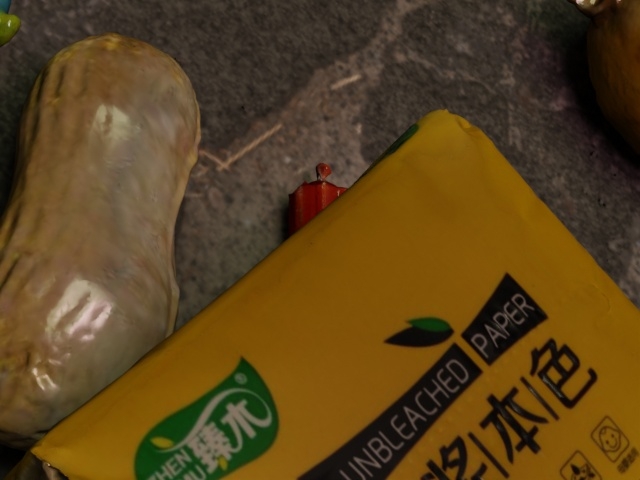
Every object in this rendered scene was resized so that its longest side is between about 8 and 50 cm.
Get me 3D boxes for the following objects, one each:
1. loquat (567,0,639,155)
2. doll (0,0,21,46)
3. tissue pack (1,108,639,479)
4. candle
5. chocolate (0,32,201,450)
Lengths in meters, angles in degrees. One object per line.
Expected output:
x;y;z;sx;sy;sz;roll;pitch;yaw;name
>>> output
0.313;-0.167;1.405;0.246;0.213;0.213;21;56;-19;loquat
-0.301;-0.275;1.178;0.341;0.099;0.346;6;66;-42;doll
0.024;0.151;0.964;0.293;0.228;0.382;48;51;2;tissue pack
0.000;0.000;1.221;0.052;0.052;0.131;14;57;-24;candle
-0.148;-0.004;1.086;0.134;0.134;0.309;23;55;-19;chocolate
